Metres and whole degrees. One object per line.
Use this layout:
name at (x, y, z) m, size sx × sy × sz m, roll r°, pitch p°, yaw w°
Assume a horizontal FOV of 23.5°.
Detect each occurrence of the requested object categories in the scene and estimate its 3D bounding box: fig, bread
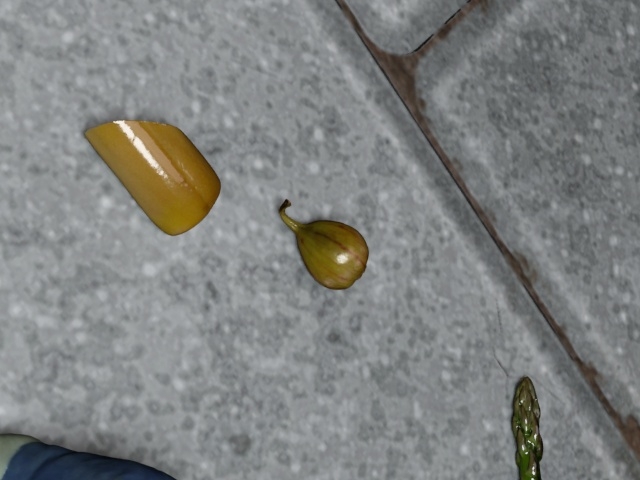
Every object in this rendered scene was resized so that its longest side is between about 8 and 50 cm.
fig at (0.000, 0.000, 1.168) m, size 0.083 × 0.050 × 0.050 m, roll 41°, pitch 55°, yaw -11°
bread at (-0.113, -0.056, 1.088) m, size 0.103 × 0.049 × 0.062 m, roll 53°, pitch 52°, yaw -17°

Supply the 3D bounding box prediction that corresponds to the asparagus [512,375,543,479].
asparagus at (0.182, 0.229, 1.263) m, size 0.034 × 0.027 × 0.236 m, roll 0°, pitch 77°, yaw -44°

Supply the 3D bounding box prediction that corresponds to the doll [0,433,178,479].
doll at (-0.148, 0.256, 0.924) m, size 0.228 × 0.154 × 0.258 m, roll 32°, pitch 67°, yaw -33°
